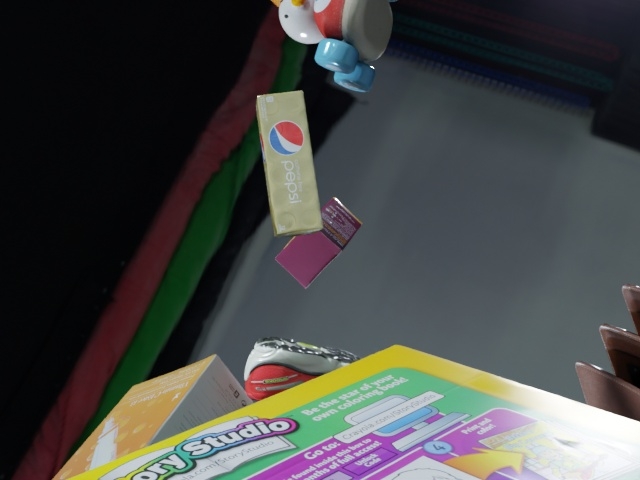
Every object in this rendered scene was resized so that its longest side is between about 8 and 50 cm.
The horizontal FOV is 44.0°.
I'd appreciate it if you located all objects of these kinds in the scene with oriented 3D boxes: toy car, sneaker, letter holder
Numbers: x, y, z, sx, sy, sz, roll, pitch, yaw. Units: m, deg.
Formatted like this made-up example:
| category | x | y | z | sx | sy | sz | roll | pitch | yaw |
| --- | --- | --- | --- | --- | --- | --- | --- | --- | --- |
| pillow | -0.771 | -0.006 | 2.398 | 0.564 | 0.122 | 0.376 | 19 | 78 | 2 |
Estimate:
| category | x | y | z | sx | sy | sz | roll | pitch | yaw |
| --- | --- | --- | --- | --- | --- | --- | --- | --- | --- |
| toy car | -0.002 | -0.415 | 1.431 | 0.210 | 0.238 | 0.219 | 19 | -91 | -70 |
| sneaker | 0.002 | 0.233 | 1.258 | 0.107 | 0.279 | 0.118 | 25 | 96 | 64 |
| letter holder | 0.554 | 0.217 | 1.257 | 0.152 | 0.302 | 0.214 | -30 | -68 | -12 |

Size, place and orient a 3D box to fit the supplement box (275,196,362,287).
| category | x | y | z | sx | sy | sz | roll | pitch | yaw |
| --- | --- | --- | --- | --- | --- | --- | --- | --- | --- |
| supplement box | 0.000 | 0.000 | 1.476 | 0.104 | 0.081 | 0.188 | -46 | 1 | 22 |

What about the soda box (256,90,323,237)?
| category | x | y | z | sx | sy | sz | roll | pitch | yaw |
| --- | --- | --- | --- | --- | --- | --- | --- | --- | --- |
| soda box | -0.041 | -0.097 | 1.025 | 0.058 | 0.061 | 0.181 | 145 | 117 | -82 |

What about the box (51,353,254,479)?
| category | x | y | z | sx | sy | sz | roll | pitch | yaw |
| --- | --- | --- | --- | --- | --- | --- | --- | --- | --- |
| box | -0.259 | 0.360 | 1.184 | 0.215 | 0.168 | 0.345 | -24 | 17 | 33 |

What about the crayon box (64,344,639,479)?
| category | x | y | z | sx | sy | sz | roll | pitch | yaw |
| --- | --- | --- | --- | --- | --- | --- | --- | --- | --- |
| crayon box | 0.048 | 0.193 | 0.490 | 0.363 | 0.313 | 0.106 | -13 | -73 | -43 |
